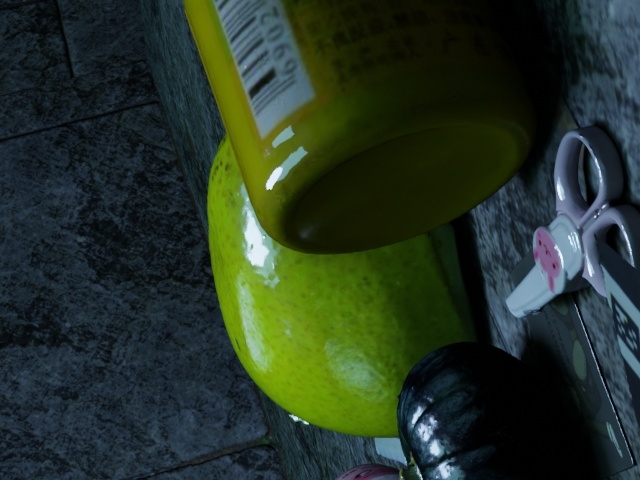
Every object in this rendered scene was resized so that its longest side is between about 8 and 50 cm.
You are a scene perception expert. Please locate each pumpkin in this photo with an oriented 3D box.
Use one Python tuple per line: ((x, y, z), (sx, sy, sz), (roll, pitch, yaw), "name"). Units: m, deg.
((0.134, 0.181, 1.179), (0.202, 0.140, 0.202), (159, 90, -83), "pumpkin")

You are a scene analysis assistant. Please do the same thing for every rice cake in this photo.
((0.101, 0.269, 1.811), (0.180, 0.030, 0.042), (157, 102, -80), "rice cake")

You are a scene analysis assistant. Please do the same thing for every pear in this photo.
((0.000, 0.000, 1.394), (0.342, 0.238, 0.318), (-117, 7, -50), "pear")

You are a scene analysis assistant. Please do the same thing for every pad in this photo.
((0.195, 0.096, 1.113), (0.127, 0.004, 0.190), (108, 146, -72), "pad")

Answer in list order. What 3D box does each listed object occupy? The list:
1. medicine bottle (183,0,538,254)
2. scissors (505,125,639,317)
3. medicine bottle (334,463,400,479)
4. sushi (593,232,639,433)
((0.002, -0.201, 1.091), (0.224, 0.224, 0.384), (96, 155, -64), "medicine bottle")
((0.175, 0.009, 1.009), (0.242, 0.030, 0.118), (112, 141, -70), "scissors")
((0.071, 0.355, 1.787), (0.247, 0.147, 0.147), (162, 92, -80), "medicine bottle")
((0.268, 0.175, 0.701), (0.339, 0.068, 0.320), (-125, 14, -62), "sushi")
